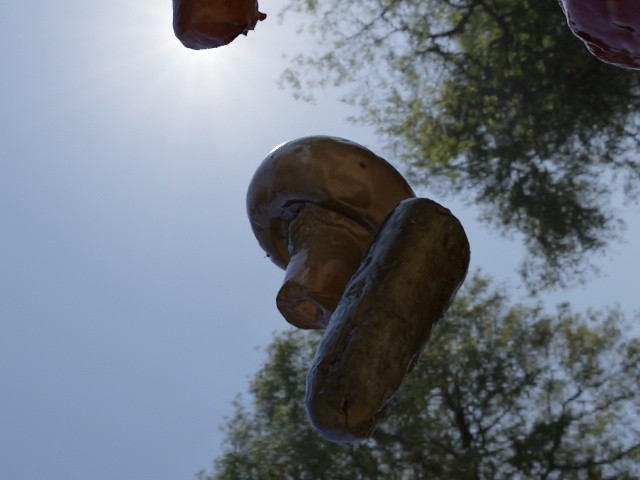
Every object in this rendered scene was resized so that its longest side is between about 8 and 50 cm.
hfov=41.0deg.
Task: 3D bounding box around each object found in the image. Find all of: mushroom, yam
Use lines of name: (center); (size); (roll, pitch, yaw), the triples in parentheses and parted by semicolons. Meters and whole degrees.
mushroom: (0.000, 0.000, 1.319); (0.292, 0.293, 0.290); (48, -132, -28)
yam: (0.079, 0.099, 1.025); (0.133, 0.133, 0.330); (53, -133, -25)

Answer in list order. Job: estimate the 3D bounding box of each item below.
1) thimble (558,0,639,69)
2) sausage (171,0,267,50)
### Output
thimble: (0.195, -0.154, 0.386); (0.190, 0.125, 0.163); (0, -78, -46)
sausage: (-0.076, -0.308, 0.664); (0.079, 0.087, 0.326); (2, -91, -16)
